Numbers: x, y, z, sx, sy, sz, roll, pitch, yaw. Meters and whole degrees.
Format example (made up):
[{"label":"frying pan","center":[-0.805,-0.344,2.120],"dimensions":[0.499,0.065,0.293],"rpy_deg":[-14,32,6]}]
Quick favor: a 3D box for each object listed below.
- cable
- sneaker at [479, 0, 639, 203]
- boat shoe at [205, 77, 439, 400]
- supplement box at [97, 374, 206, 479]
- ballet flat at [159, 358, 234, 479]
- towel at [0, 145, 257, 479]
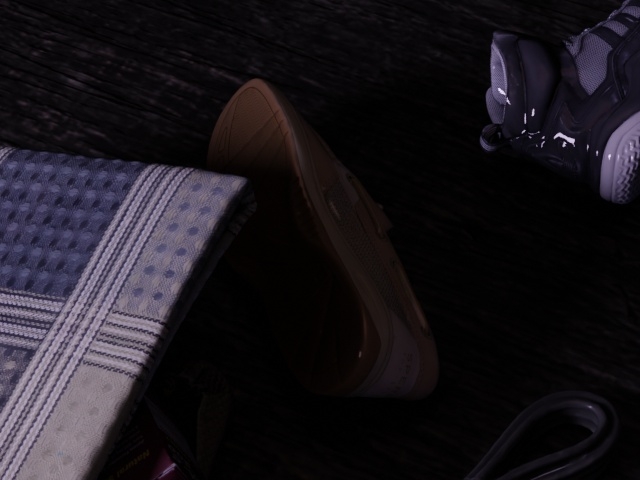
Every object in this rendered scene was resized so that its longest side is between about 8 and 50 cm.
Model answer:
[{"label":"cable","center":[0.093,0.196,1.122],"dimensions":[0.139,0.072,0.287],"rpy_deg":[16,38,27]},{"label":"sneaker","center":[0.219,-0.154,1.383],"dimensions":[0.153,0.101,0.268],"rpy_deg":[16,53,13]},{"label":"boat shoe","center":[0.000,0.000,1.270],"dimensions":[0.098,0.109,0.302],"rpy_deg":[16,34,-39]},{"label":"supplement box","center":[-0.168,0.124,1.126],"dimensions":[0.130,0.073,0.239],"rpy_deg":[-35,42,2]},{"label":"ballet flat","center":[-0.112,0.177,1.131],"dimensions":[0.084,0.058,0.250],"rpy_deg":[9,49,12]},{"label":"towel","center":[-0.224,0.076,1.124],"dimensions":[0.312,0.056,0.324],"rpy_deg":[8,57,34]}]
